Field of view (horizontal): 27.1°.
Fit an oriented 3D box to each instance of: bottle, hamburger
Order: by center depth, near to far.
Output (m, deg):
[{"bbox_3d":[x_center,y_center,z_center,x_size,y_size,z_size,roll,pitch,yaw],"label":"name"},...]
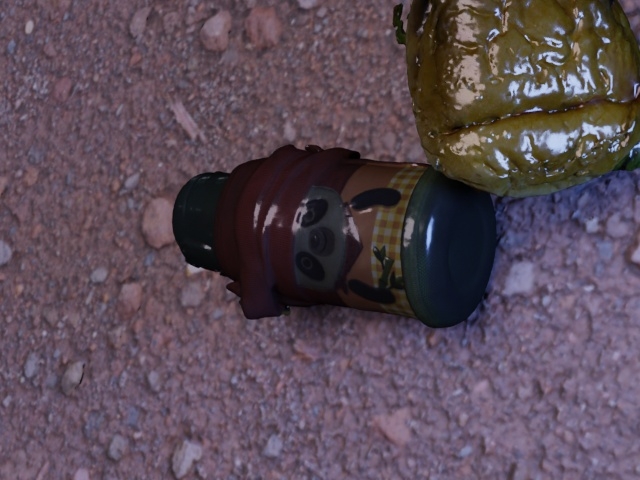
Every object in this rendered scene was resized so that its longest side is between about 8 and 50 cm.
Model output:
[{"bbox_3d":[0.155,-0.135,1.010,0.183,0.130,0.206,-9,66,-11],"label":"hamburger"},{"bbox_3d":[0.000,0.000,1.100,0.271,0.143,0.156,6,53,31],"label":"bottle"}]
